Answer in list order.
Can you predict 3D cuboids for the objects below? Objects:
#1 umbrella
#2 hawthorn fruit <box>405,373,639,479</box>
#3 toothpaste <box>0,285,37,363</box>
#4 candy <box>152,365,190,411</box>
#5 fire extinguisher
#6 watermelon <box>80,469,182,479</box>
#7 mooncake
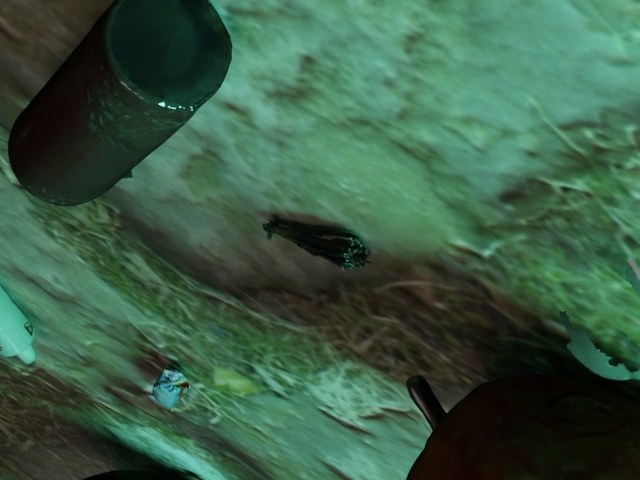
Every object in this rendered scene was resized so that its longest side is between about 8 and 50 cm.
[{"bbox_3d":[0.000,0.002,1.043,0.083,0.020,0.031,13,-171,35],"label":"umbrella"},{"bbox_3d":[0.143,0.179,1.010,0.261,0.224,0.224,48,161,20],"label":"hawthorn fruit"},{"bbox_3d":[-0.293,0.028,1.407,0.060,0.038,0.233,8,144,35],"label":"toothpaste"},{"bbox_3d":[-0.121,0.121,1.400,0.030,0.020,0.083,31,156,4],"label":"candy"},{"bbox_3d":[-0.121,-0.069,0.991,0.089,0.072,0.268,1,166,-24],"label":"fire extinguisher"},{"bbox_3d":[-0.175,0.335,1.609,0.242,0.242,0.242,25,155,13],"label":"watermelon"},{"bbox_3d":[0.270,0.039,0.771,0.150,0.057,0.347,51,145,-12],"label":"mooncake"}]
